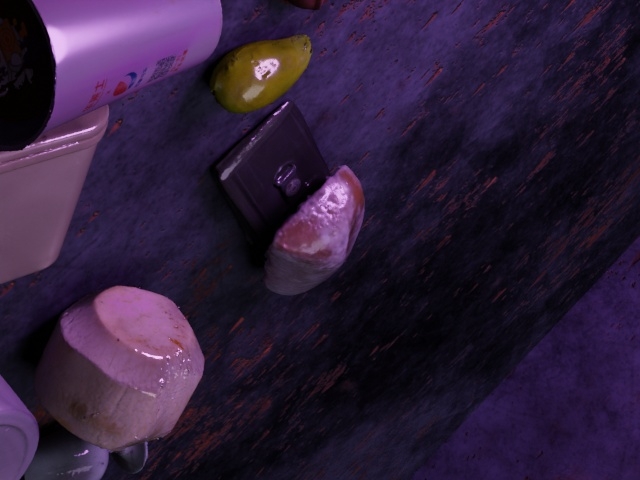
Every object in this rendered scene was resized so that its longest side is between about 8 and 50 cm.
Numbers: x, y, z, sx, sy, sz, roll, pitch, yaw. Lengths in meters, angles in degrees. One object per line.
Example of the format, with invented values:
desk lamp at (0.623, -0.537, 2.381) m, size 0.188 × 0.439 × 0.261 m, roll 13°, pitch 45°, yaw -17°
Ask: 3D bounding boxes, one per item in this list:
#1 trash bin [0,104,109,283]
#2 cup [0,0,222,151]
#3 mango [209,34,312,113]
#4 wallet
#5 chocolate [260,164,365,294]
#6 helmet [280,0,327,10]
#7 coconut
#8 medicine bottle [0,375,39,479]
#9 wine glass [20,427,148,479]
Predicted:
trash bin at (-0.376, -0.062, 1.733) m, size 0.243 × 0.121 × 0.247 m, roll -22°, pitch 150°, yaw -39°
cup at (-0.251, -0.224, 1.621) m, size 0.288 × 0.203 × 0.203 m, roll -24°, pitch 148°, yaw -47°
mango at (-0.072, -0.223, 1.986) m, size 0.165 × 0.074 × 0.091 m, roll -31°, pitch 149°, yaw -28°
wallet at (-0.067, -0.092, 2.221) m, size 0.168 × 0.052 × 0.245 m, roll -44°, pitch 152°, yaw -9°
chocolate at (0.000, 0.000, 2.307) m, size 0.185 × 0.100 × 0.303 m, roll -52°, pitch 176°, yaw -15°
helmet at (-0.010, -0.332, 1.934) m, size 0.089 × 0.057 × 0.111 m, roll -38°, pitch 154°, yaw -10°
coconut at (-0.284, 0.190, 2.130) m, size 0.241 × 0.241 × 0.241 m, roll -34°, pitch 152°, yaw -21°
medicine bottle at (-0.498, 0.214, 1.818) m, size 0.238 × 0.232 × 0.238 m, roll -34°, pitch 151°, yaw -22°
wine glass at (-0.385, 0.337, 2.316) m, size 0.231 × 0.103 × 0.103 m, roll -11°, pitch 138°, yaw -46°
